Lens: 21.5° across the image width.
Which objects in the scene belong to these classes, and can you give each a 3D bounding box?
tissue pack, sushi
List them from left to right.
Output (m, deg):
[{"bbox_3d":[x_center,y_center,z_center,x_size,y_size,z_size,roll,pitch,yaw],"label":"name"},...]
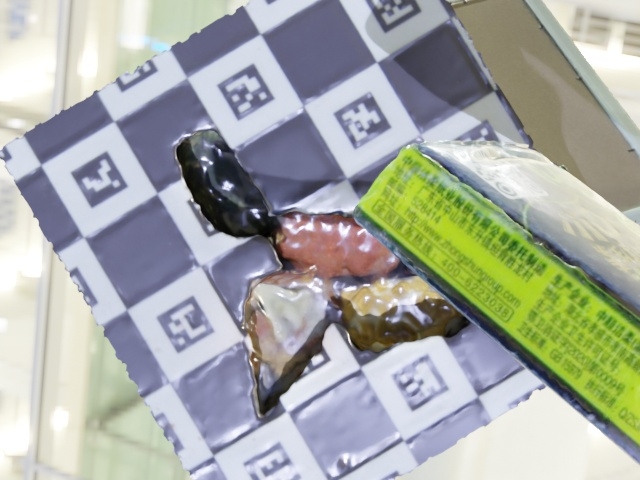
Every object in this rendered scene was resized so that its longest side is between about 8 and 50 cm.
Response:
[{"bbox_3d":[0.000,0.000,1.255,0.343,0.359,0.064,-31,179,0],"label":"sushi"},{"bbox_3d":[0.153,0.033,0.934,0.235,0.073,0.173,41,-158,23],"label":"tissue pack"}]

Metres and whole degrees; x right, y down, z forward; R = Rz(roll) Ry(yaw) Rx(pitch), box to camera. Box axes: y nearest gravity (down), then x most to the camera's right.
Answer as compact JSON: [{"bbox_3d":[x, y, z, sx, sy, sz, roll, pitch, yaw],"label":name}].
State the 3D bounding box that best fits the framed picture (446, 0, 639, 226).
[{"bbox_3d":[0.142,-0.100,1.404,0.231,0.018,0.293,-16,-124,-22],"label":"framed picture"}]
